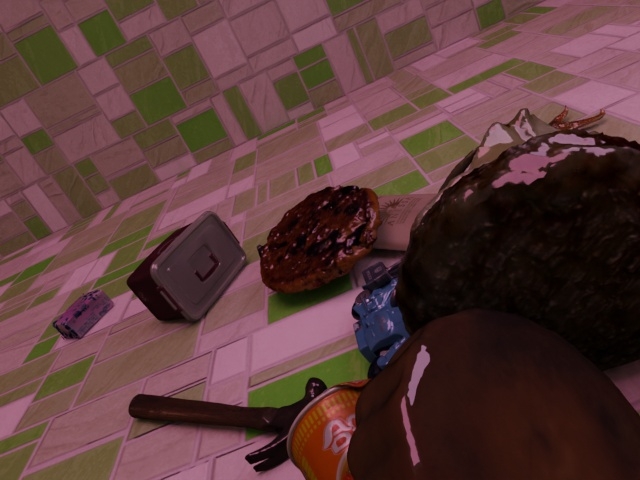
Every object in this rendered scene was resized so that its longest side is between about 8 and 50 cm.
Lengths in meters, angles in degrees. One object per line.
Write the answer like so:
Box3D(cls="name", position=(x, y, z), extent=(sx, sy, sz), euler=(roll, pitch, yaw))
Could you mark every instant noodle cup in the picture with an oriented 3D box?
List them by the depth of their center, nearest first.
Box3D(cls="instant noodle cup", position=(0.065, 0.287, 0.592), extent=(0.169, 0.168, 0.185), euler=(-30, 34, -7))

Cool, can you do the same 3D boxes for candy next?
Box3D(cls="candy", position=(-0.732, 0.226, 1.548), extent=(0.092, 0.073, 0.160), euler=(-11, 30, 33))

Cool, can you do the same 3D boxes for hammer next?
Box3D(cls="hammer", position=(-0.198, 0.313, 0.911), extent=(0.440, 0.044, 0.168), euler=(-8, 30, 35))

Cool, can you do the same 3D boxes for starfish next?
Box3D(cls="starfish", position=(0.584, -0.287, 1.294), extent=(0.248, 0.050, 0.138), euler=(-17, 26, 6))

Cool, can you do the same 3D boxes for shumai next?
Box3D(cls="shumai", position=(0.297, -0.032, 0.681), extent=(0.396, 0.395, 0.348), euler=(-17, 38, 19))

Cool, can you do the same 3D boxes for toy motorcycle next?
Box3D(cls="toy motorcycle", position=(0.139, 0.126, 0.855), extent=(0.182, 0.123, 0.272), euler=(-34, 25, 10))

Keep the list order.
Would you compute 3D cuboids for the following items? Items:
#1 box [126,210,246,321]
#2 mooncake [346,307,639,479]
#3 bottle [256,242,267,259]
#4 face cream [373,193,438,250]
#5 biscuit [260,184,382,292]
Box3D(cls="box", position=(-0.360, 0.077, 1.356), extent=(0.168, 0.193, 0.294), euler=(-18, 26, 38))
Box3D(cls="mooncake", position=(0.166, 0.213, 0.470), extent=(0.161, 0.291, 0.290), euler=(-61, -1, 41))
Box3D(cls="bottle", position=(-0.055, -0.009, 1.350), extent=(0.245, 0.082, 0.072), euler=(-32, -19, -13))
Box3D(cls="face cream", position=(0.187, -0.045, 1.168), extent=(0.349, 0.081, 0.173), euler=(5, 46, 48))
Box3D(cls="biscuit", position=(0.001, -0.003, 1.173), extent=(0.334, 0.081, 0.289), euler=(-20, 41, 31))
